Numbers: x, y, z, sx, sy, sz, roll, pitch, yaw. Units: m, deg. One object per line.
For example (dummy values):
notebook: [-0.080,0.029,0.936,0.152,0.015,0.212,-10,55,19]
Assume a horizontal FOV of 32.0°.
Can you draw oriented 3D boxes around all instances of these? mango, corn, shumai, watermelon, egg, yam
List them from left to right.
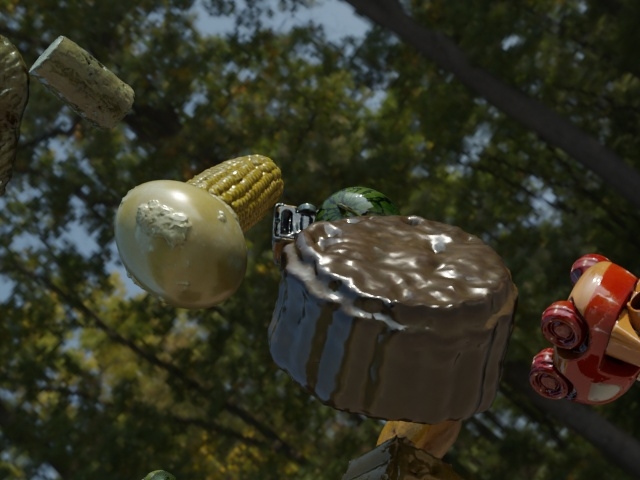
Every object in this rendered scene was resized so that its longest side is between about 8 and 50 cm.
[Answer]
shumai: [-0.547,-0.187,1.641,0.189,0.218,0.256,16,-93,-40]
yam: [-0.447,-0.295,2.074,0.107,0.107,0.194,-50,-52,0]
egg: [-0.187,0.003,1.503,0.164,0.201,0.164,-46,-17,-18]
corn: [-0.157,-0.061,1.834,0.130,0.130,0.347,-62,-11,27]
watermelon: [0.055,-0.022,1.713,0.141,0.141,0.187,-46,-31,-10]
mango: [0.170,0.318,1.865,0.147,0.109,0.227,-34,-18,-48]

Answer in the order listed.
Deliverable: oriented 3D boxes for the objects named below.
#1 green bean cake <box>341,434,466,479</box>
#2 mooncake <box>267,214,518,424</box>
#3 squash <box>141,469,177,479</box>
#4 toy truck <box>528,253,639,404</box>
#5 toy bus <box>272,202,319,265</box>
green bean cake: [0.129,0.398,1.476,0.131,0.224,0.229,-38,23,38]
mooncake: [0.100,0.091,1.470,0.324,0.324,0.187,-22,-51,-49]
squash: [-0.251,0.386,1.748,0.052,0.052,0.183,-43,1,-16]
toy truck: [0.482,0.162,1.795,0.189,0.239,0.265,-48,-28,-40]
toy bus: [0.000,0.000,2.000,0.103,0.182,0.091,105,171,-51]
